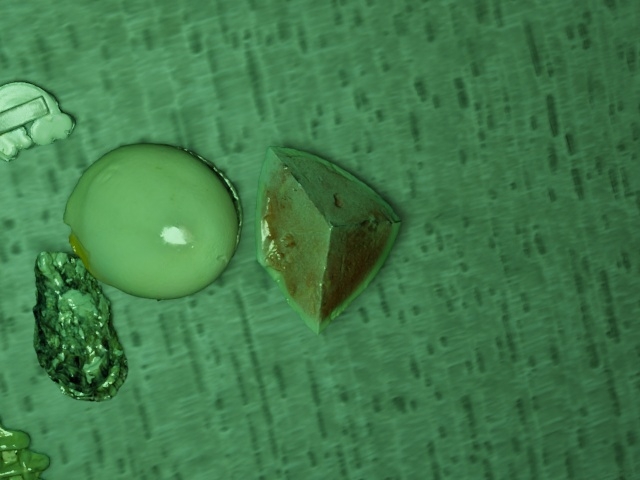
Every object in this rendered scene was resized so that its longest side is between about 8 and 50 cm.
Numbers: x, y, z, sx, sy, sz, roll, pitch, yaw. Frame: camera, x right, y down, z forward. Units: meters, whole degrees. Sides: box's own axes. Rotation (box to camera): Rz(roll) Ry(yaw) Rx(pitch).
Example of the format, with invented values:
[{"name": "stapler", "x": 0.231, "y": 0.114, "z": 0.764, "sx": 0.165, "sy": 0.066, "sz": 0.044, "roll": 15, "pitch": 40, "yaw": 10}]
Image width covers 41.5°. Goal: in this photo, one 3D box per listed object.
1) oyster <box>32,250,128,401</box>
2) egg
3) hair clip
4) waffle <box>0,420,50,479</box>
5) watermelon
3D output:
[{"name": "oyster", "x": -0.405, "y": 0.149, "z": 1.424, "sx": 0.199, "sy": 0.087, "sz": 0.252, "roll": 19, "pitch": 105, "yaw": -11}, {"name": "egg", "x": -0.267, "y": -0.032, "z": 1.372, "sx": 0.286, "sy": 0.174, "sz": 0.264, "roll": 28, "pitch": 87, "yaw": -8}, {"name": "hair clip", "x": -0.496, "y": -0.197, "z": 1.376, "sx": 0.172, "sy": 0.049, "sz": 0.116, "roll": -25, "pitch": 104, "yaw": -9}, {"name": "waffle", "x": -0.620, "y": 0.417, "z": 1.414, "sx": 0.309, "sy": 0.056, "sz": 0.292, "roll": 38, "pitch": 89, "yaw": -11}, {"name": "watermelon", "x": 0.000, "y": 0.000, "z": 1.432, "sx": 0.256, "sy": 0.176, "sz": 0.260, "roll": 15, "pitch": 115, "yaw": -4}]
